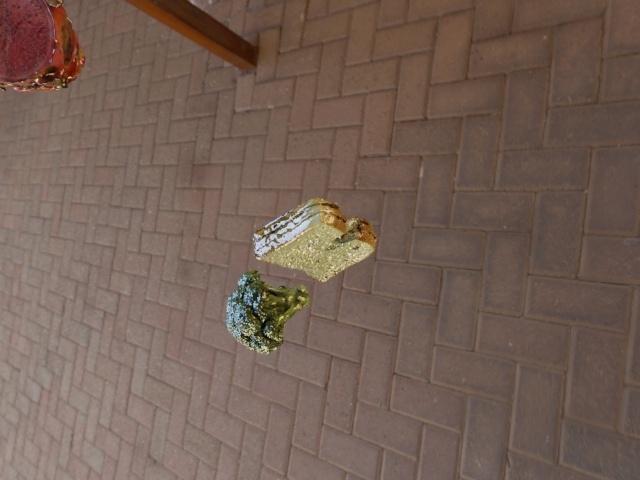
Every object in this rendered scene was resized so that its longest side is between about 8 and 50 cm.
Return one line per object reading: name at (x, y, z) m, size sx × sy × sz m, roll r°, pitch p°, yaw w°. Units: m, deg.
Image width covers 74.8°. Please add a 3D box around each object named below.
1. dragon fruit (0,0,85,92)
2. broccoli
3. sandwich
dragon fruit at (-0.801, -0.555, 1.150) m, size 0.314 × 0.263 × 0.296 m, roll 7°, pitch 103°, yaw -3°
broccoli at (-0.168, 0.211, 1.311) m, size 0.270 × 0.270 × 0.270 m, roll -21°, pitch 70°, yaw -16°
sandwich at (0.000, 0.001, 1.135) m, size 0.249 × 0.273 × 0.095 m, roll -31°, pitch 54°, yaw 31°
